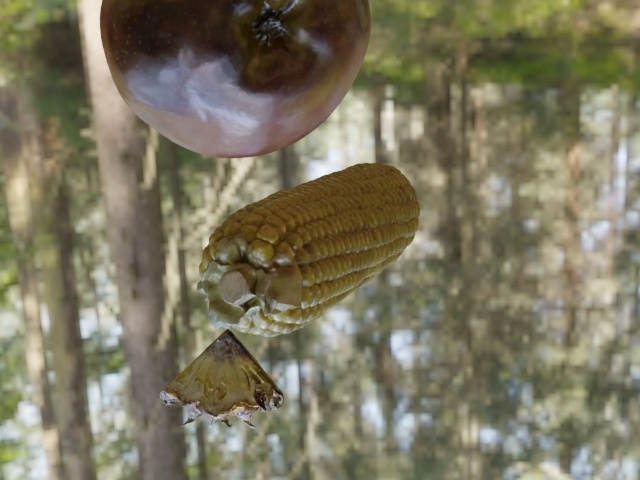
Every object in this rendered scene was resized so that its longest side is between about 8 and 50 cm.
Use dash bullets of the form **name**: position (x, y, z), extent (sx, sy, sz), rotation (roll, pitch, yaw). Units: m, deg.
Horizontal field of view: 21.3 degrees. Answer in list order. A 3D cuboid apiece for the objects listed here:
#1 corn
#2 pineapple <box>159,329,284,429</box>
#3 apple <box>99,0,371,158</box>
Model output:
- **corn**: position (0.000, 0.000, 1.820), extent (0.144, 0.143, 0.387), rotation (10, -160, 26)
- **pineapple**: position (-0.109, 0.151, 1.876), extent (0.137, 0.116, 0.069), rotation (1, 178, -7)
- **apple**: position (-0.067, -0.173, 1.377), extent (0.230, 0.230, 0.230), rotation (-2, -156, 1)
